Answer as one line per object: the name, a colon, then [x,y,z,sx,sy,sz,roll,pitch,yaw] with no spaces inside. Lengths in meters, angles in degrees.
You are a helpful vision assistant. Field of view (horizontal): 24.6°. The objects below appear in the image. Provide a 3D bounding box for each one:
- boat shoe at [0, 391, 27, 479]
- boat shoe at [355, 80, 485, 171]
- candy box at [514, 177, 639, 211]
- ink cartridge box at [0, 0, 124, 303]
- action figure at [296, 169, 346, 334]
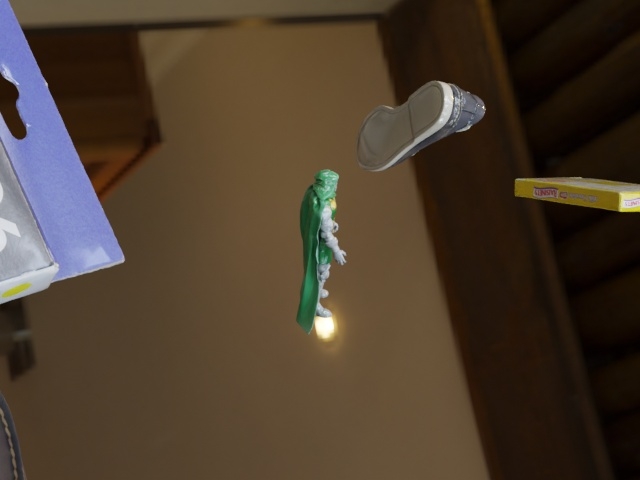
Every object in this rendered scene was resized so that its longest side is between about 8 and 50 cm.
boat shoe: [-0.175,0.179,0.684,0.130,0.132,0.355,-55,-150,33]
boat shoe: [0.107,-0.120,1.628,0.206,0.065,0.075,-27,-119,59]
candy box: [0.335,-0.057,1.768,0.206,0.105,0.027,14,-73,62]
ink cartridge box: [-0.302,-0.090,0.987,0.072,0.307,0.303,-34,-101,51]
action figure: [0.000,0.000,2.052,0.137,0.063,0.232,-102,-166,-52]
